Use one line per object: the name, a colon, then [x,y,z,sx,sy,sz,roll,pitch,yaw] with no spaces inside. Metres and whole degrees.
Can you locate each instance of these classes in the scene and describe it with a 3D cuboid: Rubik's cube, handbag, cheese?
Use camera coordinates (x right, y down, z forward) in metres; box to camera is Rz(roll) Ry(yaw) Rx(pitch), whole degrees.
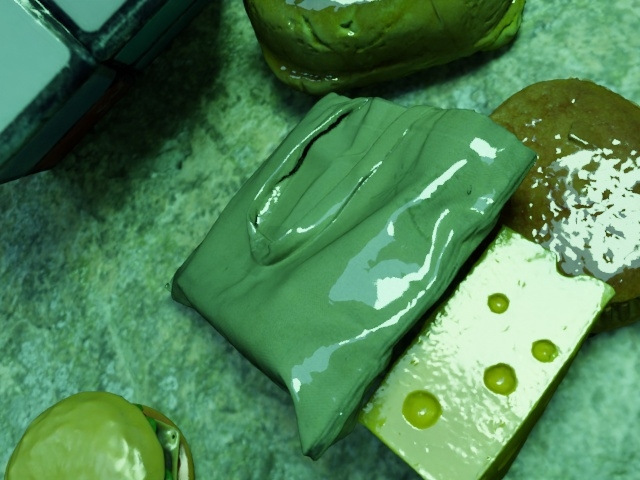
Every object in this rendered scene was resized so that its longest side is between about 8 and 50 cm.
Rubik's cube: [-0.295,-0.265,0.691,0.313,0.318,0.316,44,92,-13]
handbag: [0.004,-0.002,0.606,0.253,0.109,0.316,-52,28,-5]
cheese: [0.124,0.083,0.537,0.093,0.126,0.171,35,100,27]

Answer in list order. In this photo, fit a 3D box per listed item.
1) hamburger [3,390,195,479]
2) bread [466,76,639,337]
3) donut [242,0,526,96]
hamburger: [-0.186,0.209,0.643,0.162,0.115,0.162,-7,71,20]
bread: [0.195,-0.029,0.586,0.199,0.104,0.199,-7,70,21]
donut: [0.053,-0.254,0.697,0.261,0.128,0.208,-15,69,6]
